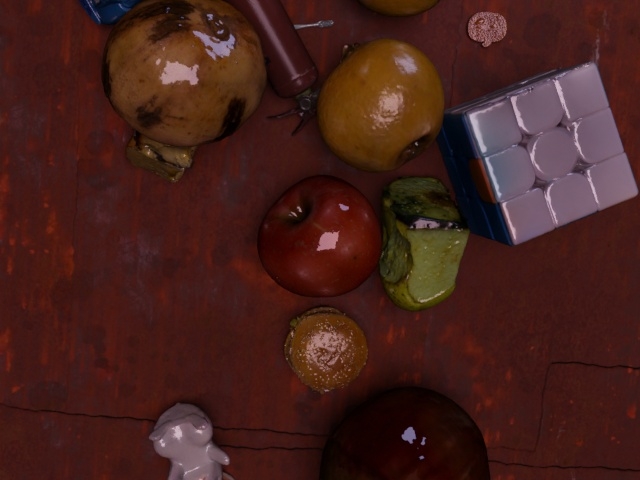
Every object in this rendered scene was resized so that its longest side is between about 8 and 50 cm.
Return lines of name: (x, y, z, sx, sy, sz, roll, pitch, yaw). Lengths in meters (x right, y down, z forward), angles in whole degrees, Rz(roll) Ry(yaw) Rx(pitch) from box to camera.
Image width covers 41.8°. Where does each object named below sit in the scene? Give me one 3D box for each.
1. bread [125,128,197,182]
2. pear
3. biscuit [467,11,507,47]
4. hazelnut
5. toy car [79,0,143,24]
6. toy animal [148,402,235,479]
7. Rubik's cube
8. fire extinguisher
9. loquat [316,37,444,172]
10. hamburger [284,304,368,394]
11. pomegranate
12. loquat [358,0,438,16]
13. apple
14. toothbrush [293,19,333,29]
bread: (-0.314, -0.207, 1.726, 0.140, 0.160, 0.169, 28, 93, -9)
pear: (0.198, 0.013, 1.799, 0.164, 0.238, 0.255, 1, 121, -11)
biscuit: (0.369, -0.467, 1.853, 0.091, 0.015, 0.078, 3, 97, -7)
hazelnut: (0.186, 0.518, 1.786, 0.421, 0.353, 0.420, 5, 82, -40)
toy car: (-0.379, -0.544, 1.629, 0.166, 0.314, 0.198, -35, 104, -41)
toy animal: (-0.264, 0.495, 1.821, 0.141, 0.138, 0.282, -20, 99, -9)
Rubik's cube: (0.433, -0.180, 1.753, 0.291, 0.292, 0.290, -21, 98, -5)
fire extinguisher: (-0.100, -0.383, 1.760, 0.147, 0.106, 0.337, -22, 109, 21)
loquat: (0.122, -0.284, 1.715, 0.275, 0.275, 0.274, -1, 96, -7)
hamburger: (0.011, 0.246, 1.840, 0.182, 0.118, 0.191, 10, 99, -5)
pomegranate: (-0.261, -0.329, 1.622, 0.322, 0.322, 0.322, -1, 96, -7)
loquat: (0.164, -0.573, 1.707, 0.244, 0.244, 0.243, -1, 96, -7)
apple: (0.000, 0.000, 1.740, 0.260, 0.260, 0.216, -39, 126, -1)
toothbrush: (-0.079, -0.455, 1.799, 0.220, 0.019, 0.016, -8, 105, -5)
